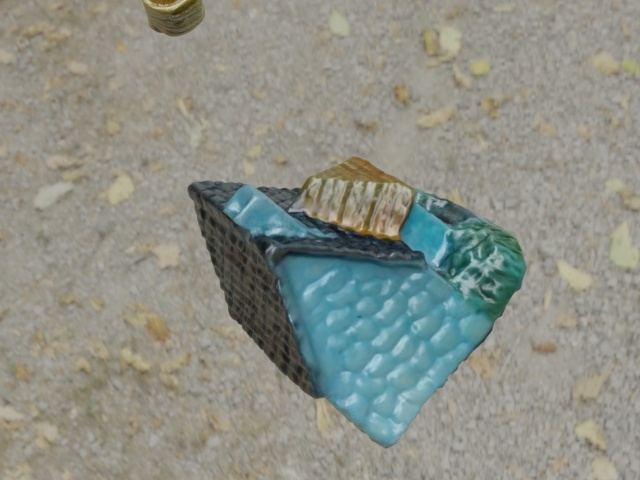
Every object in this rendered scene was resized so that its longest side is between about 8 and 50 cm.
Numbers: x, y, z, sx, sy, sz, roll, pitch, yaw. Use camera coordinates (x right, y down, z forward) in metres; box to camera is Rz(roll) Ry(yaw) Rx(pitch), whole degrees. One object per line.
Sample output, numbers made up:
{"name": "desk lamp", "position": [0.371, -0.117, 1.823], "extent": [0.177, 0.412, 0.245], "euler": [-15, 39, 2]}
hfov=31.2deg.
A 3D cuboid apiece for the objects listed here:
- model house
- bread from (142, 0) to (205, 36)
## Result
{"name": "model house", "position": [0.000, 0.000, 1.029], "extent": [0.226, 0.241, 0.261], "euler": [-53, 28, -3]}
{"name": "bread", "position": [-0.115, -0.185, 0.905], "extent": [0.049, 0.088, 0.034], "euler": [-6, 86, -6]}
